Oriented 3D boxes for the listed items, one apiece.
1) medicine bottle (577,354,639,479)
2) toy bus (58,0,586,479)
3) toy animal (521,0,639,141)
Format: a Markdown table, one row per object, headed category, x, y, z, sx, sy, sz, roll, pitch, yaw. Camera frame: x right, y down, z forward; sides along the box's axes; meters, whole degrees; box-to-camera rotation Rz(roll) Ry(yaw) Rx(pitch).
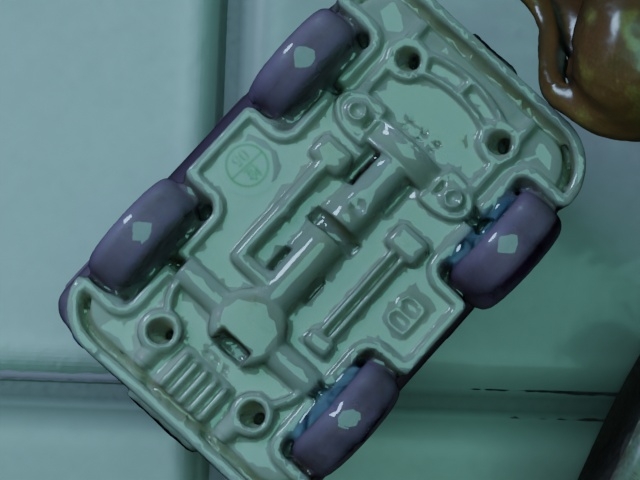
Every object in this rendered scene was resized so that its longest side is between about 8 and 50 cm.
| category | x | y | z | sx | sy | sz | roll | pitch | yaw |
| --- | --- | --- | --- | --- | --- | --- | --- | --- | --- |
| medicine bottle | 0.267 | 0.153 | 0.619 | 0.322 | 0.151 | 0.151 | 26 | 82 | 7 |
| toy bus | 0.000 | 0.000 | 0.638 | 0.142 | 0.142 | 0.202 | 43 | 83 | 2 |
| toy animal | 0.198 | -0.068 | 0.571 | 0.224 | 0.066 | 0.230 | -14 | 73 | 7 |
